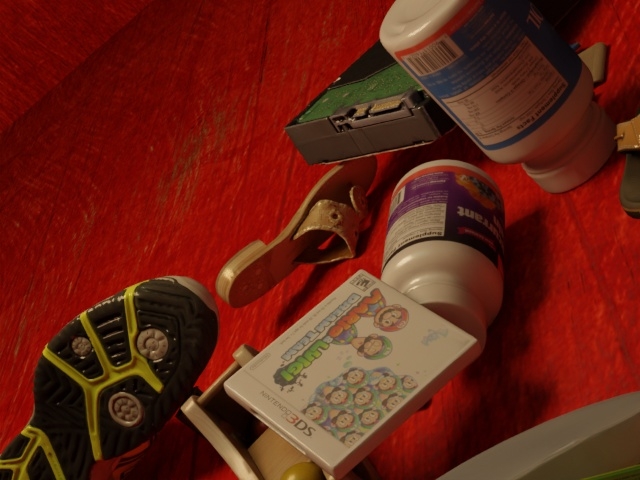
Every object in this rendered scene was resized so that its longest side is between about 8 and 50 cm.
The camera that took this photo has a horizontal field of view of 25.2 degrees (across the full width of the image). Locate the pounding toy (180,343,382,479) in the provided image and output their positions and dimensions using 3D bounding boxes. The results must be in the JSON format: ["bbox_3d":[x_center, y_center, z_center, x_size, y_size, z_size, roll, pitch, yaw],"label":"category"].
[{"bbox_3d":[-0.007,0.148,1.197,0.155,0.154,0.269,-46,23,2],"label":"pounding toy"}]

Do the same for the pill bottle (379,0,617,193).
[{"bbox_3d":[0.168,-0.148,1.295,0.124,0.221,0.124,-37,25,21],"label":"pill bottle"}]

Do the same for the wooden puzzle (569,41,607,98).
[{"bbox_3d":[0.256,-0.164,1.443,0.078,0.014,0.116,-21,34,38],"label":"wooden puzzle"}]

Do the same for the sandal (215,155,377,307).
[{"bbox_3d":[0.001,0.004,1.546,0.240,0.088,0.079,-40,55,-21],"label":"sandal"}]

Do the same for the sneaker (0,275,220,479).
[{"bbox_3d":[-0.221,0.160,1.485,0.385,0.145,0.147,-49,-2,32],"label":"sneaker"}]

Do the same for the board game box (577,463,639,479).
[{"bbox_3d":[0.163,0.179,0.806,0.181,0.092,0.043,-11,-15,-15],"label":"board game box"}]

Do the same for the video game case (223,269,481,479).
[{"bbox_3d":[0.024,0.101,1.130,0.157,0.019,0.143,-39,43,-20],"label":"video game case"}]

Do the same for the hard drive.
[{"bbox_3d":[0.141,-0.212,1.572,0.339,0.064,0.237,-45,21,-31],"label":"hard drive"}]

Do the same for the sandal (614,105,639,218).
[{"bbox_3d":[0.289,-0.099,1.213,0.090,0.060,0.219,-26,30,40],"label":"sandal"}]

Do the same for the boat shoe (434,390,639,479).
[{"bbox_3d":[0.119,0.227,0.889,0.367,0.156,0.136,-26,2,-37],"label":"boat shoe"}]

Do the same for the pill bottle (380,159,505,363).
[{"bbox_3d":[0.109,0.023,1.264,0.108,0.108,0.193,-33,26,28],"label":"pill bottle"}]

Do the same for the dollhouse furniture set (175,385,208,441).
[{"bbox_3d":[-0.072,0.160,1.415,0.151,0.058,0.076,-21,34,46],"label":"dollhouse furniture set"}]
